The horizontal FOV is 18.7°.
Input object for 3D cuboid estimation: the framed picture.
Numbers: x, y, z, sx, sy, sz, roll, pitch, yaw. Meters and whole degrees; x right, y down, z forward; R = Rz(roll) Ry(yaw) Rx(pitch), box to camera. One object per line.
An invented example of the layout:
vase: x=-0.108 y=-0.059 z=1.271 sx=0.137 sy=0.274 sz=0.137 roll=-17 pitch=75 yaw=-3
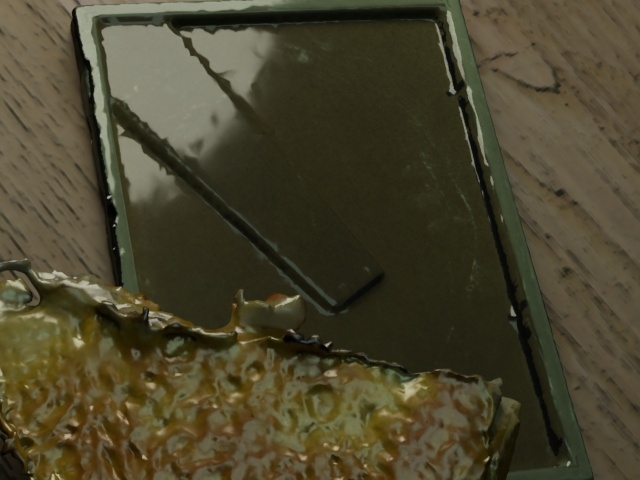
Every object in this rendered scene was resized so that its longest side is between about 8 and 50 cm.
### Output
framed picture: x=0.000 y=0.000 z=1.108 sx=0.247 sy=0.022 sz=0.335 roll=-4 pitch=60 yaw=-16

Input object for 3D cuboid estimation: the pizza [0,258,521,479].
pizza: x=-0.058 y=0.106 z=0.976 sx=0.297 sy=0.071 sz=0.189 roll=18 pitch=69 yaw=1
